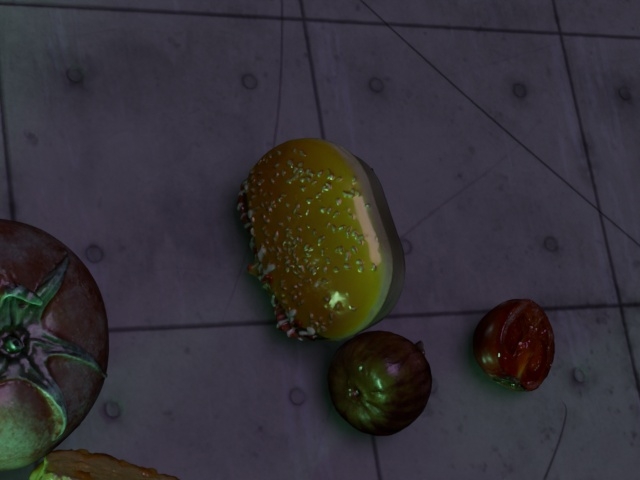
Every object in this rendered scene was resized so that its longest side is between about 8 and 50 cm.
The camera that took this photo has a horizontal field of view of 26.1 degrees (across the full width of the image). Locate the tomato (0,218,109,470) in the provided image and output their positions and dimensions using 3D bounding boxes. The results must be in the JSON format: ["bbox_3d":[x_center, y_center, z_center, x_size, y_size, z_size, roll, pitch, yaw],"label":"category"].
[{"bbox_3d":[-0.416,0.127,1.697,0.317,0.283,0.316,6,79,-33],"label":"tomato"}]

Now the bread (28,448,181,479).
[{"bbox_3d":[-0.299,0.399,1.685,0.185,0.114,0.274,18,102,-18],"label":"bread"}]

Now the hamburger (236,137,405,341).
[{"bbox_3d":[0.000,0.000,1.983,0.151,0.227,0.295,1,66,-49],"label":"hamburger"}]

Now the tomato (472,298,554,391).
[{"bbox_3d":[0.289,0.161,2.136,0.159,0.091,0.139,34,67,-41],"label":"tomato"}]

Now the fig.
[{"bbox_3d":[0.096,0.211,2.001,0.149,0.148,0.202,-49,141,4],"label":"fig"}]
